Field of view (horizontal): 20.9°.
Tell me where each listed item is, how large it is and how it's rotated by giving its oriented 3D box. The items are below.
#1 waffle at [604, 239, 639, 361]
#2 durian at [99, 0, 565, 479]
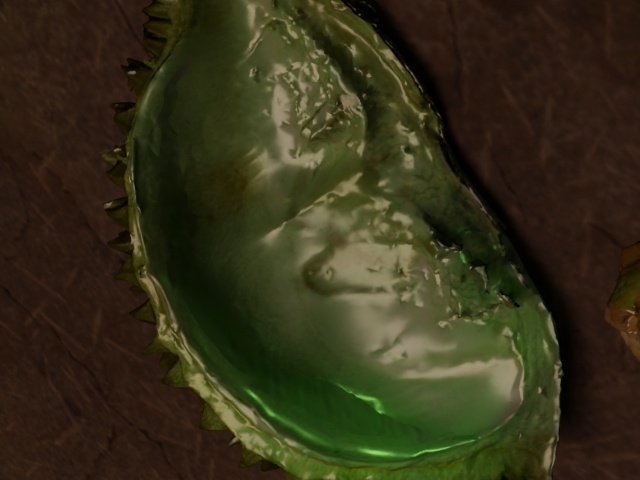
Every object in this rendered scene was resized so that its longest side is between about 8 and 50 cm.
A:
[{"bbox_3d":[0.315,0.046,0.835,0.327,0.098,0.224,-28,99,45],"label":"waffle"},{"bbox_3d":[-0.006,0.005,1.019,0.198,0.163,0.394,-16,104,41],"label":"durian"}]
